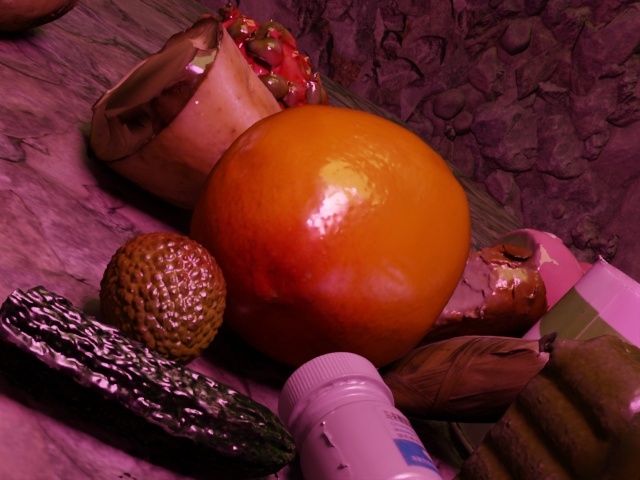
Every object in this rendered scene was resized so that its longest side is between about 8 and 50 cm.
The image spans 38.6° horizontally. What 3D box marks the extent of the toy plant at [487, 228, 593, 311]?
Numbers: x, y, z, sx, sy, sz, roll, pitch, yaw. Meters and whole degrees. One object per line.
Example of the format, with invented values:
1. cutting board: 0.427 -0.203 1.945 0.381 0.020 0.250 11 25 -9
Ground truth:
1. toy plant: 0.437 0.138 1.561 0.356 0.211 0.317 42 -29 -19

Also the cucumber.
1. cucumber: -0.126 0.119 0.688 0.265 0.077 0.077 31 15 -19

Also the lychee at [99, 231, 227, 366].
1. lychee: -0.137 0.050 0.804 0.114 0.114 0.147 28 36 -26

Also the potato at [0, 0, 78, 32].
1. potato: -0.464 -0.402 1.356 0.210 0.173 0.307 34 16 -15

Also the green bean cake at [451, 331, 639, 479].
1. green bean cake: 0.272 0.238 0.849 0.246 0.250 0.156 28 16 -30

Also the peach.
1. peach: -0.004 0.000 0.962 0.307 0.289 0.289 -26 57 -39

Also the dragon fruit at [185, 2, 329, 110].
1. dragon fruit: -0.118 -0.254 1.565 0.303 0.231 0.237 46 5 -23

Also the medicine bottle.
1. medicine bottle: 0.034 0.183 0.777 0.105 0.105 0.168 26 17 -32

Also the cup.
1. cup: 0.327 0.183 1.098 0.253 0.274 0.253 33 15 -10

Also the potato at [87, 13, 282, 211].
1. potato: -0.147 -0.133 1.144 0.242 0.243 0.285 26 -26 -32

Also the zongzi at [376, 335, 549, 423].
1. zongzi: 0.149 0.150 0.952 0.204 0.094 0.205 -2 -4 -33

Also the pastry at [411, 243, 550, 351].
1. pastry: 0.196 0.090 1.193 0.218 0.229 0.100 12 53 -35
